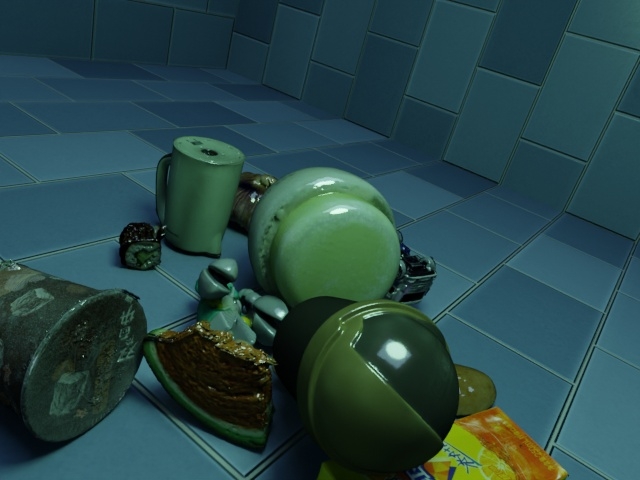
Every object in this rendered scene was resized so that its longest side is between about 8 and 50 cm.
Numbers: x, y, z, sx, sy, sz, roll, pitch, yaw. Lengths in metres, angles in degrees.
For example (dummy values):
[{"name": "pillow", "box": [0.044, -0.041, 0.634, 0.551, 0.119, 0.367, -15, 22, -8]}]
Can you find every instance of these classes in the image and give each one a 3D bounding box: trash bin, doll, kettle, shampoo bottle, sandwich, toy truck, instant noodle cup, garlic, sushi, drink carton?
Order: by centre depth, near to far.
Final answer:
[{"name": "trash bin", "box": [0.058, 0.180, 0.713, 0.214, 0.215, 0.334, 9, -2, -16]}, {"name": "drink carton", "box": [0.171, 0.358, 0.740, 0.350, 0.111, 0.154, -2, 29, -34]}, {"name": "instant noodle cup", "box": [-0.397, 0.142, 0.748, 0.207, 0.218, 0.217, 17, 24, 20]}, {"name": "sandwich", "box": [-0.160, 0.199, 0.803, 0.234, 0.159, 0.079, 25, 23, 6]}, {"name": "doll", "box": [-0.179, 0.108, 0.996, 0.258, 0.153, 0.195, 42, 7, 36]}, {"name": "shampoo bottle", "box": [0.000, 0.000, 1.135, 0.322, 0.323, 0.317, 5, 21, -23]}, {"name": "sushi", "box": [-0.392, 0.006, 1.147, 0.094, 0.098, 0.084, 7, 27, -25]}, {"name": "kettle", "box": [-0.308, -0.116, 1.266, 0.240, 0.256, 0.165, 30, 30, 22]}, {"name": "toy truck", "box": [0.155, 0.061, 1.310, 0.124, 0.156, 0.268, -3, 34, -36]}, {"name": "garlic", "box": [-0.170, -0.117, 1.468, 0.244, 0.161, 0.245, 12, 25, -6]}]

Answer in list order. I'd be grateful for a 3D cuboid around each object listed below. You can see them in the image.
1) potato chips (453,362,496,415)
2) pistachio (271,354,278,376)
[{"name": "potato chips", "box": [0.258, 0.280, 1.036, 0.201, 0.049, 0.150, 4, 22, -12]}, {"name": "pistachio", "box": [0.019, 0.203, 0.945, 0.215, 0.144, 0.144, 1, 29, -35]}]
